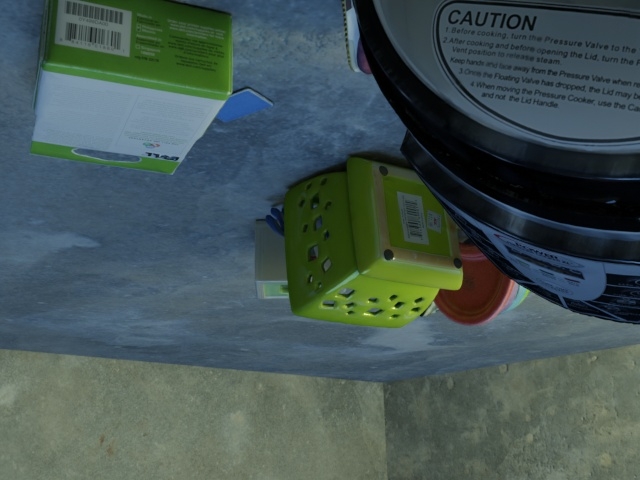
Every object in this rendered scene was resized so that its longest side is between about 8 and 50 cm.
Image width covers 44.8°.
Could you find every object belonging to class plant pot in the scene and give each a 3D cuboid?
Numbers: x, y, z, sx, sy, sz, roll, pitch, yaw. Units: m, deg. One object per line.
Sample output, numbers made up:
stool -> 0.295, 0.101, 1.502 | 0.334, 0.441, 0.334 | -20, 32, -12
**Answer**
plant pot -> 0.091, 0.000, 1.244 | 0.227, 0.228, 0.207 | 11, 153, -31

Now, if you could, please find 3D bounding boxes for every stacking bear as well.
stacking bear -> 0.335, 0.049, 1.463 | 0.176, 0.164, 0.289 | 8, -166, 35

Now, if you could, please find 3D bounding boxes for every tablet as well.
tablet -> -0.110, -0.176, 1.012 | 0.083, 0.006, 0.054 | -13, 159, 32

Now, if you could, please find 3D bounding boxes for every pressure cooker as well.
pressure cooker -> 0.216, -0.160, 0.508 | 0.370, 0.375, 0.420 | -28, 155, 15

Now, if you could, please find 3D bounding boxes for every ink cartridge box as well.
ink cartridge box -> -0.227, -0.169, 0.882 | 0.189, 0.097, 0.255 | 6, 163, -23

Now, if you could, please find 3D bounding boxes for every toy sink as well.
toy sink -> -0.010, 0.044, 1.517 | 0.234, 0.131, 0.153 | -1, 163, -4

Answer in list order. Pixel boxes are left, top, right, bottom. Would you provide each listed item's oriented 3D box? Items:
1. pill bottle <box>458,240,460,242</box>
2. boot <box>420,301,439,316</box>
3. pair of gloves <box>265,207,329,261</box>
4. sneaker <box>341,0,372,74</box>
pill bottle -> 0.217, 0.040, 1.534 | 0.121, 0.121, 0.221 | -14, 158, 36
boot -> 0.338, 0.142, 1.952 | 0.165, 0.077, 0.213 | -1, 160, -7
pair of gloves -> 0.000, 0.000, 1.377 | 0.198, 0.159, 0.023 | 12, 123, -31
sneaker -> 0.068, -0.222, 0.770 | 0.084, 0.069, 0.185 | 2, 164, 8
